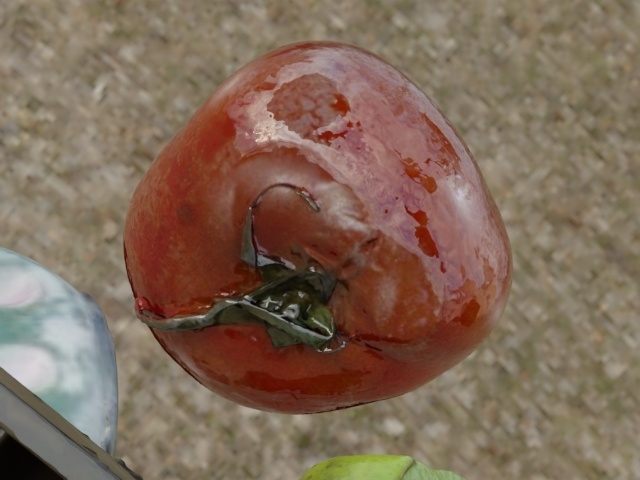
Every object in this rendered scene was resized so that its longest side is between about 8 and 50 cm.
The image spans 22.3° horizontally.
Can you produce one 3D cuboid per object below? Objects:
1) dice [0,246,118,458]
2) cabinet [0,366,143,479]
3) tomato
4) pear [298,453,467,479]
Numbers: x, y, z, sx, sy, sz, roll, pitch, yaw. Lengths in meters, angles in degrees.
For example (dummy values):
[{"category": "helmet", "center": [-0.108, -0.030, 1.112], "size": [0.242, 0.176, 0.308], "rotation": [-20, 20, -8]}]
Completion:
[{"category": "dice", "center": [-0.423, 0.217, 1.809], "size": [0.348, 0.330, 0.328], "rotation": [1, 38, -19]}, {"category": "cabinet", "center": [-0.171, 0.072, 0.409], "size": [0.215, 0.175, 0.148], "rotation": [42, -10, -13]}, {"category": "tomato", "center": [0.000, 0.000, 0.770], "size": [0.187, 0.187, 0.151], "rotation": [40, 24, -7]}, {"category": "pear", "center": [0.058, 0.351, 1.676], "size": [0.255, 0.164, 0.238], "rotation": [30, 49, -56]}]
